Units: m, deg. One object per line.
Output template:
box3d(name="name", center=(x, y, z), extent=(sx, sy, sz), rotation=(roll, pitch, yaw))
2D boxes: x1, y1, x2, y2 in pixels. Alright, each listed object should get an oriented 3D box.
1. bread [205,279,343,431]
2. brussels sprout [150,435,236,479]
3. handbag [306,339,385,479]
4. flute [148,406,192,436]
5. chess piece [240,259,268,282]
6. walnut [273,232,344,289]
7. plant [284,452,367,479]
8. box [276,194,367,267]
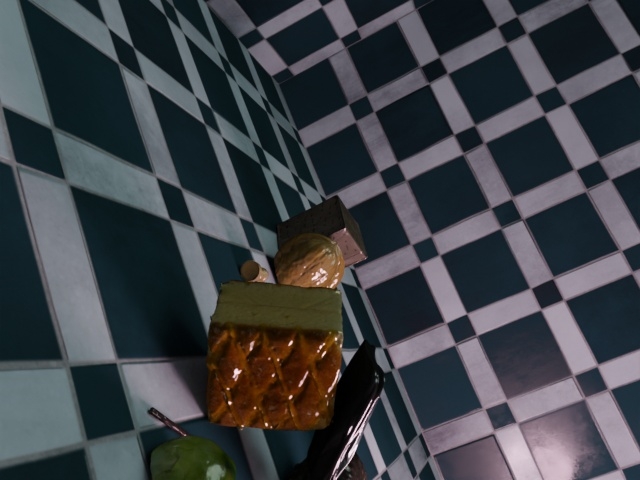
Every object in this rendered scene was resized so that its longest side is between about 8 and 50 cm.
box3d(name="bread", center=(-0.098, 0.251, 1.268), extent=(0.207, 0.279, 0.279), rotation=(-90, -172, -67))
box3d(name="brussels sprout", center=(-0.215, 0.409, 1.024), extent=(0.151, 0.122, 0.149), rotation=(-92, 156, -59))
box3d(name="handbag", center=(0.052, 0.392, 1.287), extent=(0.075, 0.332, 0.191), rotation=(21, 12, -10))
box3d(name="flute", center=(-0.252, 0.397, 1.152), extent=(0.269, 0.014, 0.014), rotation=(56, 15, -38))
box3d(name="chess piece", center=(-0.203, 0.104, 1.834), extent=(0.122, 0.066, 0.066), rotation=(45, 23, -73))
box3d(name="walnut", center=(-0.037, 0.088, 2.097), extent=(0.257, 0.257, 0.224), rotation=(63, 13, -7))
box3d(name="plant", center=(0.017, 0.625, 1.399), extent=(0.276, 0.199, 0.188), rotation=(-26, 97, -76))
box3d(name="box", center=(0.000, 0.000, 2.314), extent=(0.190, 0.297, 0.225), rotation=(55, 16, -38))
